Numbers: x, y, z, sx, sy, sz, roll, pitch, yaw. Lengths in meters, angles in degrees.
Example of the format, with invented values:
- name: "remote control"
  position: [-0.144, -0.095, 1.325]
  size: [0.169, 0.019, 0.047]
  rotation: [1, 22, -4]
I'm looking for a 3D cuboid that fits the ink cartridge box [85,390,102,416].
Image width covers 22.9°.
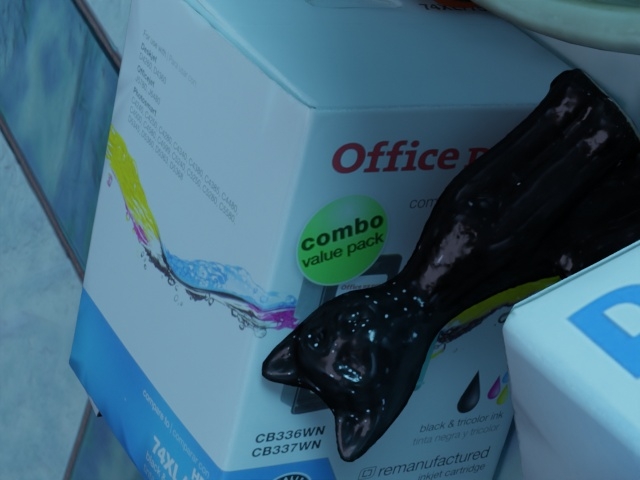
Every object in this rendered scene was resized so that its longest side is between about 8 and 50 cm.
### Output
- name: "ink cartridge box"
  position: [-0.100, 0.045, 1.148]
  size: [0.046, 0.097, 0.207]
  rotation: [61, 140, 33]

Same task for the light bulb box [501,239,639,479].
- name: "light bulb box"
  position: [0.245, 0.191, 0.407]
  size: [0.361, 0.225, 0.358]
  rotation: [43, 152, 46]

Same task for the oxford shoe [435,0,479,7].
- name: "oxford shoe"
  position: [0.106, -0.246, 0.797]
  size: [0.271, 0.097, 0.098]
  rotation: [-57, 41, 43]

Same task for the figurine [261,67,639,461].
- name: "figurine"
  position: [0.103, 0.061, 0.722]
  size: [0.209, 0.092, 0.215]
  rotation: [-40, 57, 0]

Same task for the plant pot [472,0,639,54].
- name: "plant pot"
  position: [0.202, -0.196, 0.453]
  size: [0.323, 0.280, 0.323]
  rotation: [-8, 79, 52]

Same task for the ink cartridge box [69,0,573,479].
- name: "ink cartridge box"
  position: [0.000, 0.000, 0.892]
  size: [0.197, 0.198, 0.270]
  rotation: [46, 131, 46]
